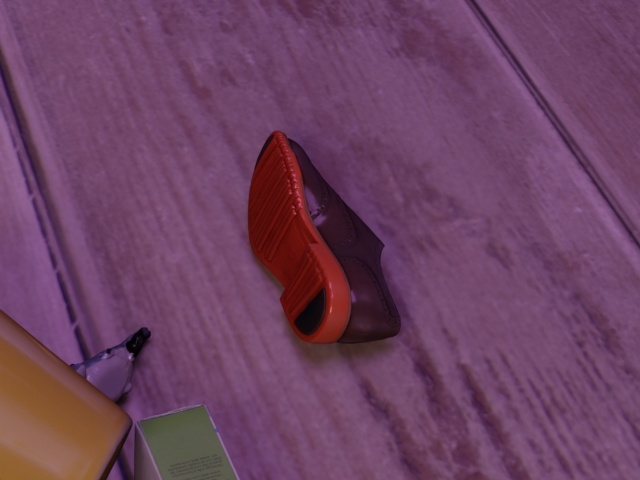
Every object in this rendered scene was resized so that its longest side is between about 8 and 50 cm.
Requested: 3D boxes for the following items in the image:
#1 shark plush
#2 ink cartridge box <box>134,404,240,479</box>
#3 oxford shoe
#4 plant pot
[{"bbox_3d":[-0.206,0.113,1.446,0.067,0.073,0.161,-3,37,36],"label":"shark plush"},{"bbox_3d":[-0.086,0.242,1.275,0.062,0.109,0.209,-12,45,-20],"label":"ink cartridge box"},{"bbox_3d":[0.000,0.000,1.590,0.098,0.097,0.271,9,42,-29],"label":"oxford shoe"},{"bbox_3d":[-0.286,0.155,1.259,0.239,0.254,0.254,28,43,0],"label":"plant pot"}]
